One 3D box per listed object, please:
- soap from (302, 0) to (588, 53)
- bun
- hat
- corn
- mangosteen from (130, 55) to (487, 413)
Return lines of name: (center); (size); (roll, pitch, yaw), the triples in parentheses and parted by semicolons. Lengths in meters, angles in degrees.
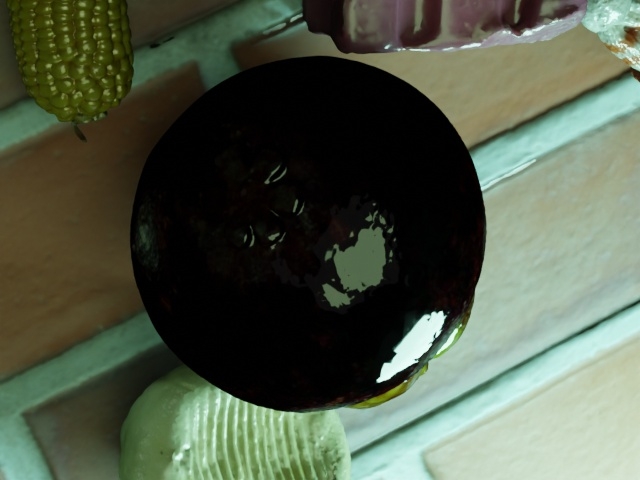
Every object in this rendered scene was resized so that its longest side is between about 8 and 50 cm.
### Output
soap: (0.112, -0.342, 1.375); (0.233, 0.128, 0.360); (-3, 105, -18)
bun: (-0.083, 0.206, 1.449); (0.231, 0.133, 0.231); (6, 80, -33)
hat: (0.284, -0.202, 1.479); (0.162, 0.093, 0.112); (15, 94, -35)
corn: (-0.209, -0.234, 1.307); (0.101, 0.101, 0.310); (-13, 105, -16)
mangosteen: (0.003, -0.010, 1.354); (0.313, 0.297, 0.297); (-18, 114, -52)
